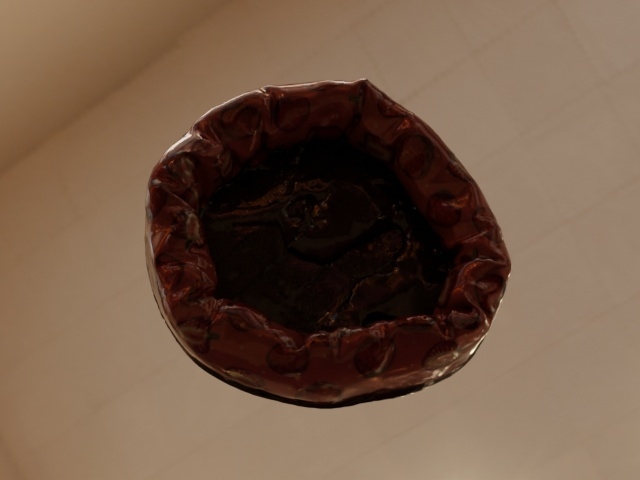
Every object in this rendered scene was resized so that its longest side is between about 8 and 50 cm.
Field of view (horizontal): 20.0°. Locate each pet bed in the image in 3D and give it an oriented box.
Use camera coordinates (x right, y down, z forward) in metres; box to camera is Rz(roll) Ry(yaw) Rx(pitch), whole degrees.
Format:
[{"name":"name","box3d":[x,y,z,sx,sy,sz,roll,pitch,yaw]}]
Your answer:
[{"name":"pet bed","box3d":[0.000,0.000,0.968,0.201,0.053,0.201,2,-122,-4]}]
